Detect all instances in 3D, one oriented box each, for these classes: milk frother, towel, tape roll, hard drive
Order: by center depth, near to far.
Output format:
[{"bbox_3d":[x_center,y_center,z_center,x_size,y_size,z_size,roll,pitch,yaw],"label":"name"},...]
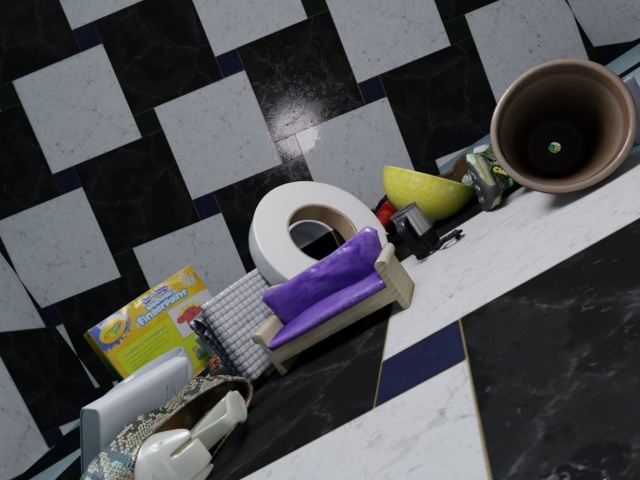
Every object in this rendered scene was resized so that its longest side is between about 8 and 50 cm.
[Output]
[{"bbox_3d":[-0.337,0.362,0.973,0.040,0.203,0.307,0,3,12],"label":"hard drive"},{"bbox_3d":[-0.170,0.214,1.315,0.121,0.235,0.283,-36,1,41],"label":"towel"},{"bbox_3d":[0.275,-0.037,1.331,0.143,0.135,0.129,-34,5,15],"label":"milk frother"},{"bbox_3d":[0.000,0.000,1.404,0.392,0.392,0.072,-38,-17,-39],"label":"tape roll"}]

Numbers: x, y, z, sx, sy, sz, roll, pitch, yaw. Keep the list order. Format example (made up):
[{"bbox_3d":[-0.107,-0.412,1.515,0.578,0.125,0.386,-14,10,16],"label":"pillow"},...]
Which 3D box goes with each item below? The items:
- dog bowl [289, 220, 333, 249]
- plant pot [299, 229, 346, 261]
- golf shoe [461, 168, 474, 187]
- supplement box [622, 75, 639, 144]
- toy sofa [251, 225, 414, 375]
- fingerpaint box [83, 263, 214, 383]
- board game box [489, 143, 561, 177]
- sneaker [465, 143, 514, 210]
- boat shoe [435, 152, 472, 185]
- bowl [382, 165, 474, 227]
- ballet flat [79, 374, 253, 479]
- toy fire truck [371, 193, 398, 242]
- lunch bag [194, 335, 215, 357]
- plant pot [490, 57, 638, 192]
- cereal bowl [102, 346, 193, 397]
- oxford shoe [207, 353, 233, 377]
[{"bbox_3d":[-0.038,0.069,1.712,0.265,0.265,0.104,-38,3,-42],"label":"dog bowl"},{"bbox_3d":[0.072,0.064,1.601,0.167,0.188,0.187,-21,-7,-43],"label":"plant pot"},{"bbox_3d":[0.503,-0.195,1.636,0.069,0.086,0.176,-54,-9,19],"label":"golf shoe"},{"bbox_3d":[0.642,-0.274,1.170,0.073,0.130,0.239,-34,5,-2],"label":"supplement box"},{"bbox_3d":[0.016,0.133,1.156,0.362,0.177,0.150,-32,4,20],"label":"toy sofa"},{"bbox_3d":[-0.595,0.371,1.965,0.445,0.371,0.163,-38,5,-34],"label":"fingerpaint box"},{"bbox_3d":[0.545,-0.212,1.337,0.259,0.136,0.030,-40,-34,-48],"label":"board game box"},{"bbox_3d":[0.523,-0.212,1.441,0.182,0.158,0.410,-18,15,27],"label":"sneaker"},{"bbox_3d":[0.461,-0.181,1.849,0.342,0.123,0.123,-42,-23,-26],"label":"boat shoe"},{"bbox_3d":[0.323,-0.129,1.626,0.289,0.289,0.156,-62,-14,-81],"label":"bowl"},{"bbox_3d":[-0.238,0.353,0.894,0.182,0.164,0.483,-23,4,15],"label":"ballet flat"},{"bbox_3d":[0.192,-0.009,1.730,0.246,0.158,0.217,-40,-10,-47],"label":"toy fire truck"},{"bbox_3d":[-0.301,0.302,1.904,0.223,0.160,0.262,-33,10,38],"label":"lunch bag"},{"bbox_3d":[0.505,-0.216,1.089,0.263,0.263,0.229,-33,-15,17],"label":"plant pot"},{"bbox_3d":[-0.548,0.497,1.652,0.339,0.141,0.339,-32,8,5],"label":"cereal bowl"},{"bbox_3d":[-0.272,0.360,1.374,0.097,0.098,0.271,-35,4,-5],"label":"oxford shoe"}]
